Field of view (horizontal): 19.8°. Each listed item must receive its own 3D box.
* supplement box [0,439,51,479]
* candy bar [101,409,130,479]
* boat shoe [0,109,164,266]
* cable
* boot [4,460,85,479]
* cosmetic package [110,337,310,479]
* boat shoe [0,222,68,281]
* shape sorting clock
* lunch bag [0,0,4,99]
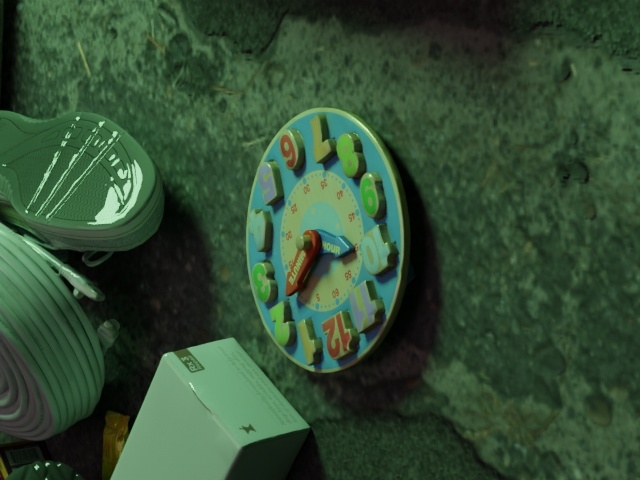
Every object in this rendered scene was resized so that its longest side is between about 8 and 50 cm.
[{"bbox_3d":[-0.309,0.240,1.828,0.083,0.055,0.043,-55,53,41],"label":"supplement box"},{"bbox_3d":[-0.190,0.239,1.705,0.040,0.018,0.161,11,103,51],"label":"candy bar"},{"bbox_3d":[-0.235,-0.045,1.676,0.320,0.103,0.118,11,63,48],"label":"boat shoe"},{"bbox_3d":[-0.312,0.079,1.706,0.257,0.089,0.257,34,147,15],"label":"cable"},{"bbox_3d":[-0.212,0.381,1.695,0.338,0.118,0.223,62,149,20],"label":"boot"},{"bbox_3d":[-0.106,0.206,1.536,0.117,0.085,0.231,48,128,28],"label":"cosmetic package"},{"bbox_3d":[-0.331,0.019,1.812,0.227,0.079,0.081,16,103,47],"label":"boat shoe"},{"bbox_3d":[0.000,0.000,1.416,0.206,0.040,0.206,8,100,51],"label":"shape sorting clock"},{"bbox_3d":[-0.453,-0.218,1.872,0.287,0.169,0.235,17,108,45],"label":"lunch bag"}]
